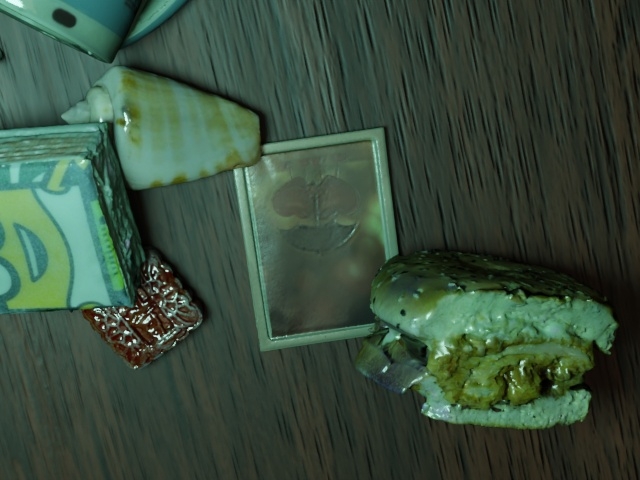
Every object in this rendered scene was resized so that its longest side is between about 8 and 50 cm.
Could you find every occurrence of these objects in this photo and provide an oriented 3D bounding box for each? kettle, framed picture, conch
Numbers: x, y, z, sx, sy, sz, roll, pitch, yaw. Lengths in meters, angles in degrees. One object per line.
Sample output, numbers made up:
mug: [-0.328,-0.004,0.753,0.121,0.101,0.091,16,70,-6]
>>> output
kettle: [-0.263,-0.406,1.428,0.319,0.247,0.342,27,90,-40]
framed picture: [0.000,0.000,1.613,0.211,0.020,0.289,-8,102,-2]
conch: [-0.203,-0.148,1.508,0.255,0.127,0.158,-2,86,-4]

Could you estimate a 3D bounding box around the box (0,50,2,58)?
box: [-0.475,-0.258,1.496,0.069,0.084,0.122,-34,101,13]

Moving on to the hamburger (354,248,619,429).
hamburger: [0.195,0.121,1.518,0.318,0.277,0.195,4,102,-26]

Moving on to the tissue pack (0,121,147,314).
tissue pack: [-0.396,-0.020,1.471,0.311,0.128,0.228,-4,124,8]

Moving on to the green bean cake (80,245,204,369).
green bean cake: [-0.242,0.092,1.593,0.136,0.056,0.135,-38,100,4]
